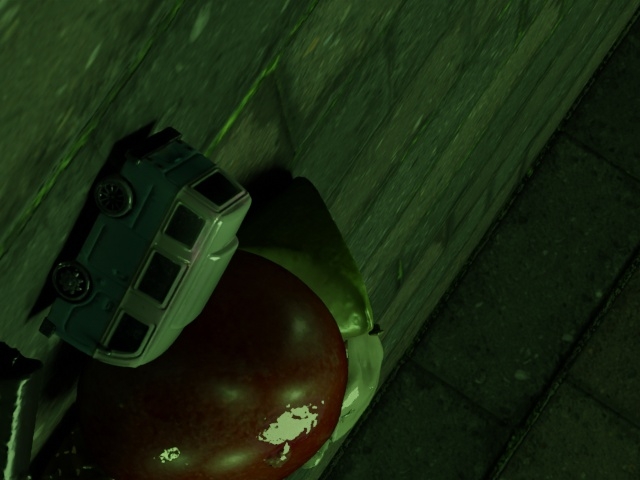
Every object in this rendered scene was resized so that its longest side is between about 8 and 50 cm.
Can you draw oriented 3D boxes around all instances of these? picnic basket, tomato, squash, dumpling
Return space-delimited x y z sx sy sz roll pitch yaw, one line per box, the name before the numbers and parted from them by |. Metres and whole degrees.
picnic basket | -0.156 0.169 1.320 0.110 0.055 0.193 -57 171 -6
tomato | -0.075 0.084 1.169 0.167 0.167 0.167 -55 172 -12
squash | 0.000 0.000 1.390 0.169 0.093 0.252 -10 -165 27
dumpling | -0.017 0.106 1.605 0.136 0.118 0.199 -56 -151 35

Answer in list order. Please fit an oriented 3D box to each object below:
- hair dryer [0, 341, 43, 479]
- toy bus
hair dryer | -0.169 0.170 0.967 0.089 0.197 0.251 -44 144 -62
toy bus | -0.091 0.011 1.015 0.123 0.075 0.060 -60 171 25
